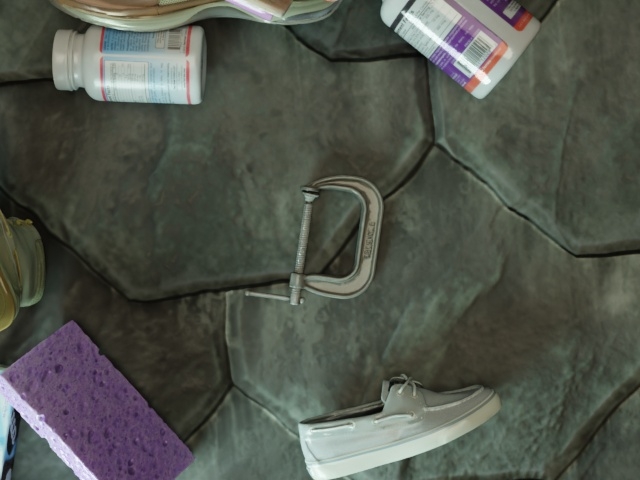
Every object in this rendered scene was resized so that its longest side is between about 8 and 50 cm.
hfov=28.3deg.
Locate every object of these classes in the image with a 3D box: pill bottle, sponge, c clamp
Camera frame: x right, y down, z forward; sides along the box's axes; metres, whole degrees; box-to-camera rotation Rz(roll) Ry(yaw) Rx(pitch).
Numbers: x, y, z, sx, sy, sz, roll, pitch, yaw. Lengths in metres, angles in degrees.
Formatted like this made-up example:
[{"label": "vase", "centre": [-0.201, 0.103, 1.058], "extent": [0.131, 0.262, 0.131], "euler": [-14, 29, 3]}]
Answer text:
[{"label": "pill bottle", "centre": [-0.207, -0.194, 1.389], "extent": [0.160, 0.087, 0.087], "euler": [3, 90, -1]}, {"label": "pill bottle", "centre": [0.134, -0.253, 1.383], "extent": [0.193, 0.108, 0.108], "euler": [39, 89, -1]}, {"label": "sponge", "centre": [-0.243, 0.196, 1.380], "extent": [0.210, 0.117, 0.031], "euler": [48, 133, -1]}, {"label": "c clamp", "centre": [0.000, 0.000, 1.424], "extent": [0.137, 0.022, 0.161], "euler": [14, 90, -1]}]

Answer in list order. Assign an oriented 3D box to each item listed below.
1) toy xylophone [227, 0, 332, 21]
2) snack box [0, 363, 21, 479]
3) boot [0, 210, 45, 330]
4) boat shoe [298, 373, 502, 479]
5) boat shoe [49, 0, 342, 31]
[{"label": "toy xylophone", "centre": [-0.051, -0.386, 1.242], "extent": [0.236, 0.081, 0.323], "euler": [18, 98, -3]}, {"label": "snack box", "centre": [-0.443, 0.286, 1.398], "extent": [0.187, 0.060, 0.322], "euler": [9, 90, 0]}, {"label": "boot", "centre": [-0.357, -0.017, 1.347], "extent": [0.077, 0.165, 0.213], "euler": [-17, 96, 5]}, {"label": "boat shoe", "centre": [0.084, 0.192, 1.396], "extent": [0.227, 0.079, 0.081], "euler": [-20, 95, 2]}, {"label": "boat shoe", "centre": [-0.133, -0.303, 1.357], "extent": [0.324, 0.123, 0.116], "euler": [-5, 134, -8]}]
